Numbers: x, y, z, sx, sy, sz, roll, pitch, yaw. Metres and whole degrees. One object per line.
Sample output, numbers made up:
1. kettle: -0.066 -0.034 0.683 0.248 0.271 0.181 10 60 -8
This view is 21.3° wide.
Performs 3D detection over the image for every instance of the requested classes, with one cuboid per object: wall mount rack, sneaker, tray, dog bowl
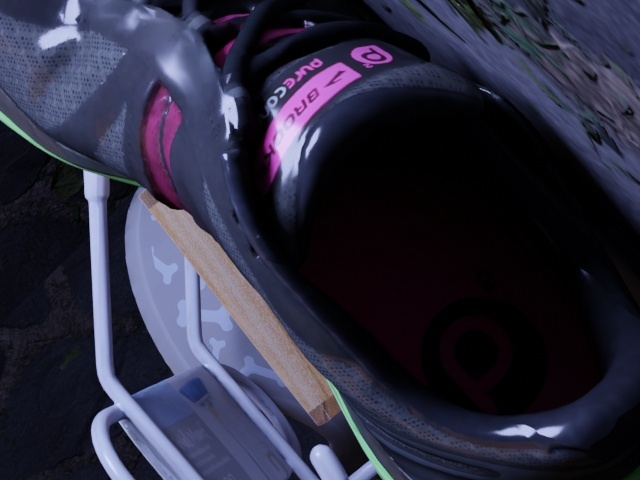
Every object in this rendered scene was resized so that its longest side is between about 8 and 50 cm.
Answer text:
1. wall mount rack: -0.079 0.081 1.277 0.304 0.130 0.350 50 -167 6
2. sneaker: -0.010 -0.063 0.792 0.483 0.185 0.202 42 160 8
3. tray: 0.000 0.000 1.349 0.203 0.076 0.411 52 -168 0
4. dog bowl: -0.014 0.042 1.585 0.348 0.102 0.349 32 -142 -29
